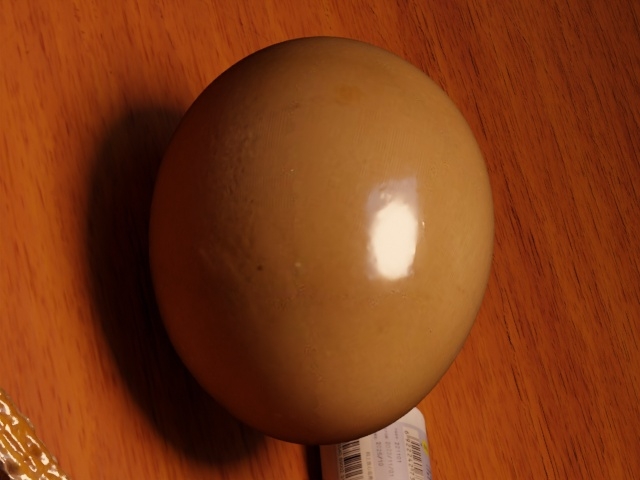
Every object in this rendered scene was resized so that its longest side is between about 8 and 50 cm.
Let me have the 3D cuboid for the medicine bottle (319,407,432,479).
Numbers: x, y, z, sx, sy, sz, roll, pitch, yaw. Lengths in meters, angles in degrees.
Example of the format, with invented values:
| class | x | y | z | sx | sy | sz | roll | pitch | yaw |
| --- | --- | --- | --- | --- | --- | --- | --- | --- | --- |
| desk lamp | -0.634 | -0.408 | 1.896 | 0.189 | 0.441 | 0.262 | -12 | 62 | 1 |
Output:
| class | x | y | z | sx | sy | sz | roll | pitch | yaw |
| --- | --- | --- | --- | --- | --- | --- | --- | --- | --- |
| medicine bottle | 0.055 | 0.247 | 1.698 | 0.103 | 0.103 | 0.187 | 31 | 42 | -44 |

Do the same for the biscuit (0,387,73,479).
| class | x | y | z | sx | sy | sz | roll | pitch | yaw |
| --- | --- | --- | --- | --- | --- | --- | --- | --- | --- |
| biscuit | -0.255 | 0.136 | 1.300 | 0.379 | 0.094 | 0.054 | 56 | 30 | -15 |

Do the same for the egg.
| class | x | y | z | sx | sy | sz | roll | pitch | yaw |
| --- | --- | --- | --- | --- | --- | --- | --- | --- | --- |
| egg | 0.000 | 0.000 | 1.605 | 0.301 | 0.301 | 0.374 | 36 | 49 | -40 |
